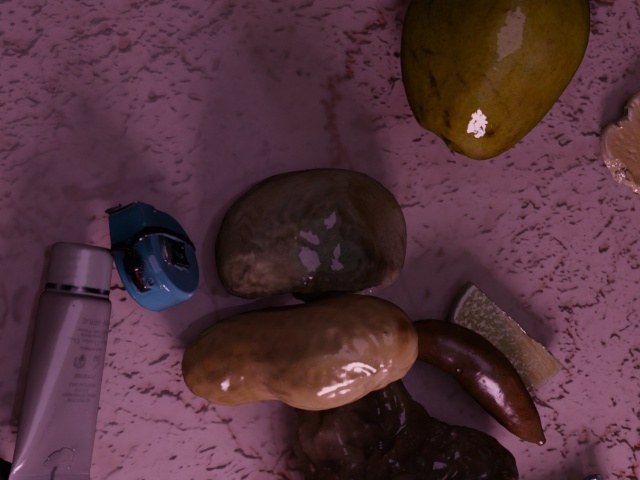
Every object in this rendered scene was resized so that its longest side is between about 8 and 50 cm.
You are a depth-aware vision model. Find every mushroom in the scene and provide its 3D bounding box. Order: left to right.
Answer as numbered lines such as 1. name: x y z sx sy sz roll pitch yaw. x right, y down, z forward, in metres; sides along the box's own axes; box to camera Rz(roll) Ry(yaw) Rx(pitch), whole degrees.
1. mushroom: 0.003 -0.008 1.645 0.266 0.164 0.190 5 87 -17

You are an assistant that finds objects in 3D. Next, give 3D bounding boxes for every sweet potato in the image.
1. sweet potato: 0.188 0.175 1.717 0.346 0.079 0.108 28 107 -6

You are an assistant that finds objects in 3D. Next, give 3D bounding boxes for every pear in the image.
1. pear: 0.234 -0.267 1.691 0.252 0.253 0.307 25 92 -15

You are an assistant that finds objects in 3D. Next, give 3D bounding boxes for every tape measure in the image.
1. tape measure: -0.214 0.026 1.592 0.081 0.146 0.125 -24 68 20

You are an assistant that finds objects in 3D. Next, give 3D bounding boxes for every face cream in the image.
1. face cream: -0.320 0.160 1.572 0.143 0.089 0.315 15 79 -58

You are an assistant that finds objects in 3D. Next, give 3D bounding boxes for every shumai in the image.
1. shumai: 0.076 0.313 1.685 0.346 0.217 0.283 -27 64 -29

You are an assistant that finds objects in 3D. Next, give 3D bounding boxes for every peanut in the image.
1. peanut: -0.032 0.149 1.588 0.318 0.147 0.148 -8 90 16

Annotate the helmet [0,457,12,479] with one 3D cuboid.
1. helmet: -0.413 0.330 1.545 0.070 0.098 0.123 28 84 -45

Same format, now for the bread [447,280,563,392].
1. bread: 0.246 0.160 1.783 0.193 0.036 0.112 41 85 -11

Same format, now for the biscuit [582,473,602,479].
1. biscuit: 0.304 0.476 1.754 0.309 0.079 0.186 -22 99 -24

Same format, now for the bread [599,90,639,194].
1. bread: 0.544 -0.120 1.883 0.251 0.039 0.182 43 76 -11
